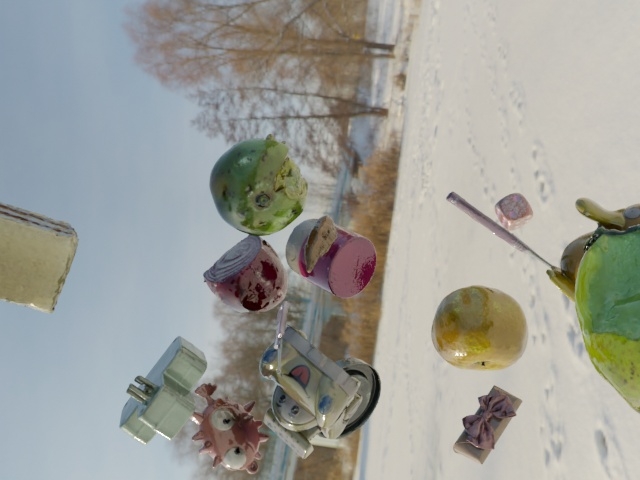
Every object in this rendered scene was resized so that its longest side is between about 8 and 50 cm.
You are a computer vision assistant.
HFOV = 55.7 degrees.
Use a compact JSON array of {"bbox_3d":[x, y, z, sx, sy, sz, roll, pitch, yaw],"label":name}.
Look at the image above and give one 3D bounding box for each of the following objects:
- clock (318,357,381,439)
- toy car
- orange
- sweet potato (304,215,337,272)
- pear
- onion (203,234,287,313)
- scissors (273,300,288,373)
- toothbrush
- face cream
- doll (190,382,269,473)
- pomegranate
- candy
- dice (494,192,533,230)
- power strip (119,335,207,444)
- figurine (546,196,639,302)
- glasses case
[{"bbox_3d":[0.073,0.513,1.974,0.055,0.280,0.281,30,120,52],"label":"clock"},{"bbox_3d":[-0.045,0.399,1.558,0.226,0.242,0.336,-46,-22,-16],"label":"toy car"},{"bbox_3d":[0.455,0.252,1.744,0.279,0.279,0.235,88,-174,-61],"label":"orange"},{"bbox_3d":[0.000,0.000,1.409,0.206,0.068,0.060,-64,-23,-44],"label":"sweet potato"},{"bbox_3d":[0.462,0.114,0.849,0.292,0.159,0.292,-54,22,33],"label":"pear"},{"bbox_3d":[-0.192,0.122,1.764,0.207,0.216,0.206,50,175,-32],"label":"onion"},{"bbox_3d":[-0.074,0.189,1.122,0.189,0.015,0.100,-100,21,-67],"label":"scissors"},{"bbox_3d":[0.419,0.002,1.320,0.024,0.354,0.029,-51,10,30],"label":"toothbrush"},{"bbox_3d":[0.026,0.043,1.628,0.175,0.195,0.175,-17,-61,-34],"label":"face cream"},{"bbox_3d":[-0.240,0.485,1.563,0.211,0.262,0.093,-10,-27,-47],"label":"doll"},{"bbox_3d":[-0.146,-0.150,1.464,0.302,0.236,0.236,-93,6,-56],"label":"pomegranate"},{"bbox_3d":[-0.671,0.014,1.231,0.135,0.320,0.179,36,101,55],"label":"candy"},{"bbox_3d":[0.621,-0.093,1.948,0.094,0.091,0.093,61,-178,24],"label":"dice"},{"bbox_3d":[-0.372,0.337,1.371,0.229,0.141,0.261,-52,15,-6],"label":"power strip"},{"bbox_3d":[0.574,0.024,1.194,0.215,0.215,0.228,-62,-9,-77],"label":"figurine"},{"bbox_3d":[0.395,0.428,1.429,0.193,0.070,0.102,-49,23,-18],"label":"glasses case"}]
